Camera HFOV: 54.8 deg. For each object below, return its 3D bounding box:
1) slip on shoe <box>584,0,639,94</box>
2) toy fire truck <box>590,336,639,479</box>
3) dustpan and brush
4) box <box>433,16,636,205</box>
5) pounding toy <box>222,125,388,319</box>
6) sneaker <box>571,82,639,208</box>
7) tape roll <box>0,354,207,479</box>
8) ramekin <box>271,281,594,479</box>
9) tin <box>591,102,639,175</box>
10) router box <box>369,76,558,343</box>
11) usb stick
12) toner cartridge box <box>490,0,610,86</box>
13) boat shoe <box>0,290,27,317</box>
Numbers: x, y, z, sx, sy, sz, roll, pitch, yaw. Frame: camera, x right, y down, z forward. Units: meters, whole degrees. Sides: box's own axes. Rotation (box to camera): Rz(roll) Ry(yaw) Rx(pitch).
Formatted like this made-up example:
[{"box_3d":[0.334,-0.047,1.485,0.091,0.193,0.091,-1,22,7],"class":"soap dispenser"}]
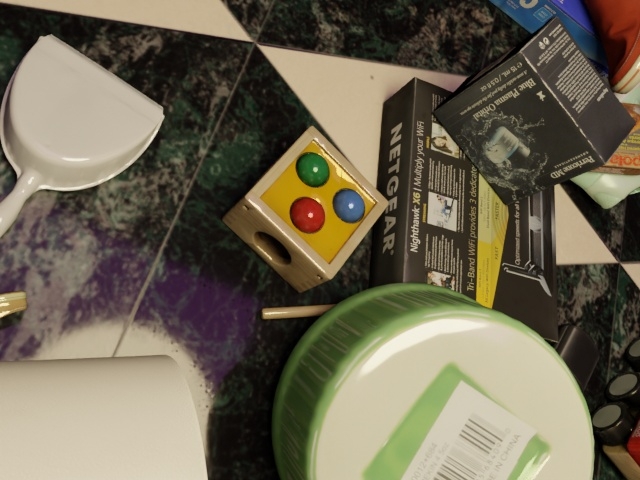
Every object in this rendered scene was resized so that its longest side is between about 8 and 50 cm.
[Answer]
[{"box_3d":[0.462,-0.373,0.963,0.102,0.123,0.331,9,70,-1],"class":"slip on shoe"},{"box_3d":[0.505,0.204,0.810,0.158,0.246,0.217,50,59,-7],"class":"toy fire truck"},{"box_3d":[-0.269,-0.085,0.609,0.147,0.060,0.211,33,56,-14],"class":"dustpan and brush"},{"box_3d":[0.250,-0.147,0.739,0.158,0.156,0.093,49,60,-7],"class":"box"},{"box_3d":[-0.001,0.010,0.691,0.206,0.094,0.181,44,60,-9],"class":"pounding toy"},{"box_3d":[0.486,-0.158,0.997,0.151,0.094,0.256,47,69,-2],"class":"sneaker"},{"box_3d":[-0.193,0.208,0.444,0.169,0.246,0.246,3,74,-28],"class":"tape roll"},{"box_3d":[0.109,0.194,0.606,0.304,0.148,0.303,0,88,-10],"class":"ramekin"},{"box_3d":[0.424,-0.151,0.911,0.190,0.040,0.106,5,70,-9],"class":"tin"},{"box_3d":[0.194,-0.031,0.814,0.243,0.081,0.308,16,68,-23],"class":"router box"},{"box_3d":[0.294,0.226,0.812,0.077,0.045,0.278,50,59,-14],"class":"usb stick"},{"box_3d":[0.400,-0.422,1.044,0.348,0.075,0.165,30,65,-17],"class":"toner cartridge box"},{"box_3d":[-0.318,0.084,0.532,0.135,0.050,0.045,-24,90,-21],"class":"boat shoe"}]
